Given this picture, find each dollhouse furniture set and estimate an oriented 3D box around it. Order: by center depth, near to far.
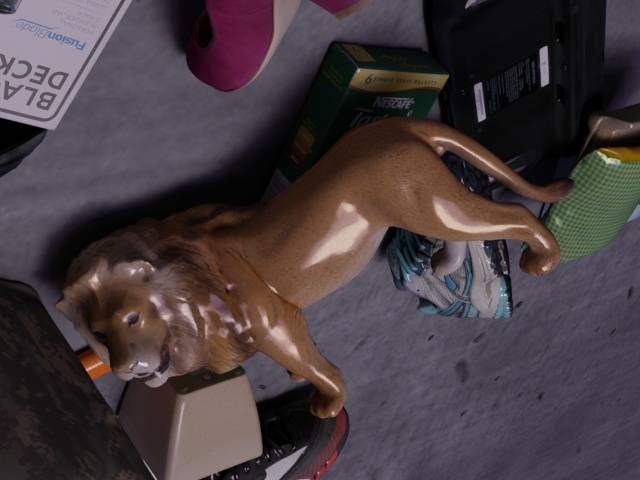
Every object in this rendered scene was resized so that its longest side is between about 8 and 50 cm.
[{"bbox_3d":[0.390,-0.049,1.069,0.301,0.151,0.197,-18,140,-38],"label":"dollhouse furniture set"}]

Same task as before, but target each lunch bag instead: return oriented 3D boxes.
[{"bbox_3d":[-0.291,0.190,0.707,0.287,0.235,0.169,-44,153,6],"label":"lunch bag"}]

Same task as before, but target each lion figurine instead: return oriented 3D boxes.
[{"bbox_3d":[0.000,0.000,0.811,0.392,0.142,0.240,-39,117,3],"label":"lion figurine"}]

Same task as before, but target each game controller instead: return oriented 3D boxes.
[{"bbox_3d":[0.186,-0.164,0.926,0.166,0.067,0.319,-22,146,0],"label":"game controller"}]

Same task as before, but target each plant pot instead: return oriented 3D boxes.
[{"bbox_3d":[-0.123,0.153,0.961,0.109,0.109,0.096,-14,127,-33],"label":"plant pot"}]

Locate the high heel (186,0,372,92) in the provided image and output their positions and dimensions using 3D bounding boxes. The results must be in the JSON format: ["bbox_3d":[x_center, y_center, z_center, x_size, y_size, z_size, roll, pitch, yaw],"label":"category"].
[{"bbox_3d":[-0.061,-0.158,0.600,0.117,0.244,0.082,30,79,-22],"label":"high heel"}]

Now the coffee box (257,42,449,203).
[{"bbox_3d":[0.024,-0.082,0.868,0.113,0.040,0.184,-3,133,-42],"label":"coffee box"}]

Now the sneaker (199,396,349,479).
[{"bbox_3d":[-0.085,0.240,1.101,0.276,0.097,0.135,-24,147,-20],"label":"sneaker"}]

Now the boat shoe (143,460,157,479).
[{"bbox_3d":[-0.238,0.266,1.019,0.184,0.066,0.063,-41,134,7],"label":"boat shoe"}]

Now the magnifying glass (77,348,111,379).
[{"bbox_3d":[-0.130,0.072,0.924,0.231,0.026,0.092,-28,146,-20],"label":"magnifying glass"}]

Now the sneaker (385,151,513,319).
[{"bbox_3d":[0.121,0.011,1.011,0.122,0.110,0.283,-9,147,13],"label":"sneaker"}]

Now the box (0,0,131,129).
[{"bbox_3d":[-0.148,-0.206,0.500,0.169,0.087,0.290,12,122,-51],"label":"box"}]

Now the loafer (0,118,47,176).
[{"bbox_3d":[-0.245,-0.062,0.548,0.078,0.076,0.223,-16,176,27],"label":"loafer"}]

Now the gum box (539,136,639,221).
[{"bbox_3d":[0.353,-0.075,1.203,0.184,0.041,0.157,-24,144,-24],"label":"gum box"}]
